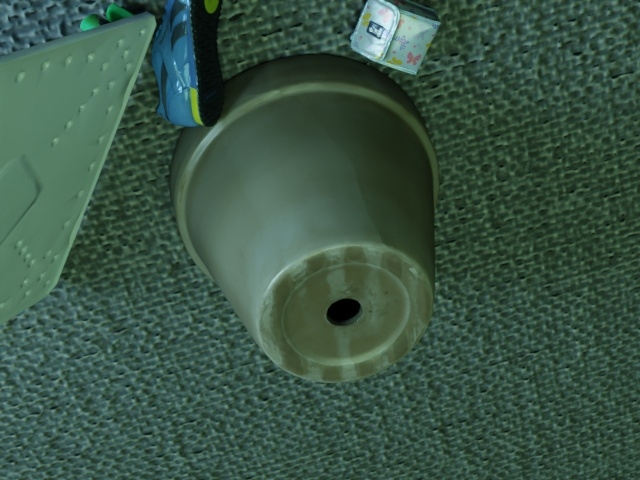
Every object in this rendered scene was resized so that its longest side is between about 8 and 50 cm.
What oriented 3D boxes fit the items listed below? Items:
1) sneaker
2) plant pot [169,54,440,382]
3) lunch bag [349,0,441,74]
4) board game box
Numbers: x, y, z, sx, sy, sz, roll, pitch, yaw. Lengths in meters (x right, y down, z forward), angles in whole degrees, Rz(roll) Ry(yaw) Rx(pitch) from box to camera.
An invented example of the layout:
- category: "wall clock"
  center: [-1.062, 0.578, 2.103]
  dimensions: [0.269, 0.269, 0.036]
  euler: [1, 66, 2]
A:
- category: "sneaker"
  center: [-0.151, -0.223, 1.283]
  dimensions: [0.082, 0.069, 0.209]
  euler: [13, 115, 24]
- category: "plant pot"
  center: [0.000, 0.000, 1.346]
  dimensions: [0.323, 0.280, 0.323]
  euler: [-6, 127, -8]
- category: "lunch bag"
  center: [0.081, -0.232, 1.339]
  dimensions: [0.083, 0.053, 0.071]
  euler: [19, 118, -14]
- category: "board game box"
  center: [-0.343, -0.039, 1.211]
  dimensions: [0.050, 0.390, 0.390]
  euler: [32, 119, 11]
